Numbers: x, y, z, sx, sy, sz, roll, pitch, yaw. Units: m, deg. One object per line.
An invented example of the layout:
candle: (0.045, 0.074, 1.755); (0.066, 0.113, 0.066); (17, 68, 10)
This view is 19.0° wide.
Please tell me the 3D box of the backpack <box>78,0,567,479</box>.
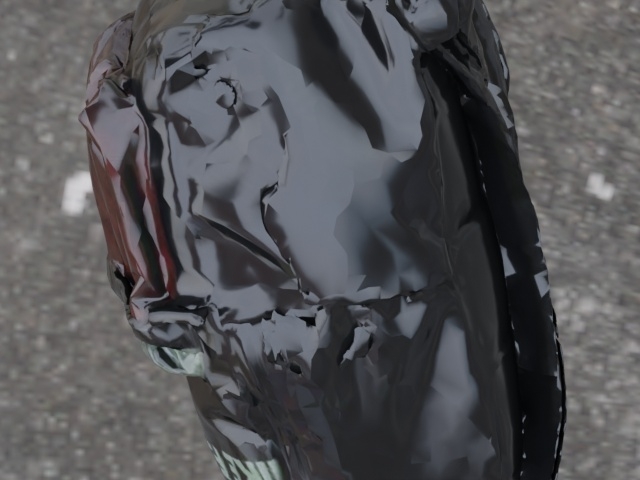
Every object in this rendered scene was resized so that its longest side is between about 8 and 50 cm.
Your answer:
backpack: (0.000, 0.003, 0.463); (0.105, 0.120, 0.165); (-9, 107, 1)
